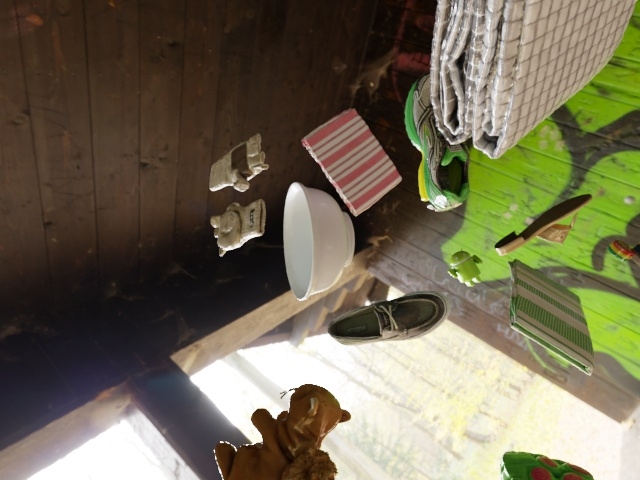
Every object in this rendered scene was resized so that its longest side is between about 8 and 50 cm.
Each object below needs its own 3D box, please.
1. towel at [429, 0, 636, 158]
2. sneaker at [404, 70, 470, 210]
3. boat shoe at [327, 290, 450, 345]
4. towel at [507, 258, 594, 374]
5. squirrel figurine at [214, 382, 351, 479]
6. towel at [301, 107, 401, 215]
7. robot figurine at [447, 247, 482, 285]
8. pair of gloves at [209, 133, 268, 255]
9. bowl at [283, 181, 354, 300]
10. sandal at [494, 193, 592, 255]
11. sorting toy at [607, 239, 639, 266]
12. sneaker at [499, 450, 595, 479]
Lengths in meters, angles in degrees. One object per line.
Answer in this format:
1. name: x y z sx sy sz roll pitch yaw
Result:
1. towel: 0.228 -0.267 0.429 0.235 0.121 0.284 -36 -41 -17
2. sneaker: 0.308 -0.247 0.997 0.134 0.146 0.344 -14 -86 -9
3. boat shoe: 0.175 0.219 1.072 0.335 0.121 0.119 -23 -20 19
4. towel: 0.639 0.196 1.137 0.038 0.247 0.325 -62 -6 35
5. squirrel figurine: -0.059 0.630 1.174 0.370 0.397 0.281 -46 -57 0
6. towel: 0.069 -0.168 0.856 0.144 0.197 0.029 -37 5 -18
7. robot figurine: 0.440 0.082 1.230 0.101 0.115 0.067 -29 -5 0
8. pair of gloves: -0.176 -0.099 0.874 0.042 0.204 0.240 12 -114 -42
9. bowl: 0.000 0.000 1.026 0.134 0.298 0.298 -2 -54 -17
10. sandal: 0.555 -0.016 0.987 0.240 0.079 0.088 -35 6 22
11. sorting toy: 0.773 0.054 0.893 0.274 0.132 0.046 6 -49 -25
12. sneaker: 0.416 0.553 0.727 0.483 0.185 0.202 -11 -74 -67
